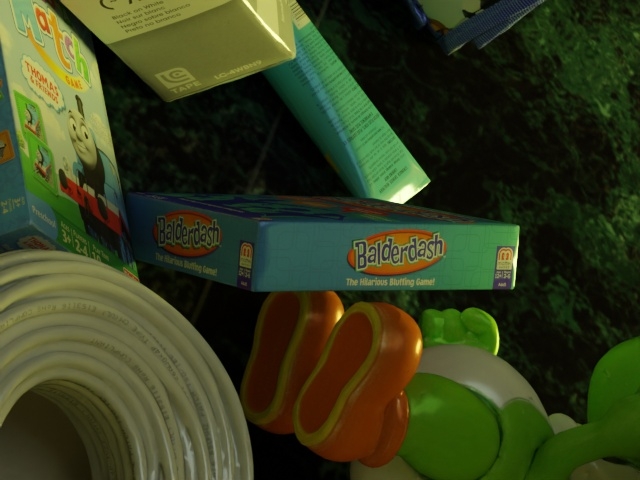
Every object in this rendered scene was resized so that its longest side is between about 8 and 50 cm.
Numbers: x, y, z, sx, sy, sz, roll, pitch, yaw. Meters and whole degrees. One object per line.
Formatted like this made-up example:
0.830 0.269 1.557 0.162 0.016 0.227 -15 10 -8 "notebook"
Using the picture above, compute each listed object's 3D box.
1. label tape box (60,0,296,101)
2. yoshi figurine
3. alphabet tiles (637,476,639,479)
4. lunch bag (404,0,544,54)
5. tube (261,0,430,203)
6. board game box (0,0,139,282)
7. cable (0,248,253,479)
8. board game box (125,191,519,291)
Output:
-0.141 -0.284 1.161 0.347 0.115 0.249 48 31 -58 "label tape box"
0.145 0.107 1.199 0.362 0.203 0.203 23 45 -28 "yoshi figurine"
0.249 0.244 1.175 0.278 0.021 0.284 -46 134 -33 "alphabet tiles"
0.173 -0.376 1.438 0.385 0.239 0.328 -33 94 -10 "lunch bag"
0.001 -0.109 1.323 0.207 0.052 0.080 53 51 -5 "tube"
-0.175 -0.073 1.114 0.160 0.039 0.211 45 28 -64 "board game box"
-0.155 0.134 0.992 0.257 0.089 0.257 47 51 -24 "cable"
0.000 0.000 1.177 0.210 0.160 0.047 1 97 -37 "board game box"
